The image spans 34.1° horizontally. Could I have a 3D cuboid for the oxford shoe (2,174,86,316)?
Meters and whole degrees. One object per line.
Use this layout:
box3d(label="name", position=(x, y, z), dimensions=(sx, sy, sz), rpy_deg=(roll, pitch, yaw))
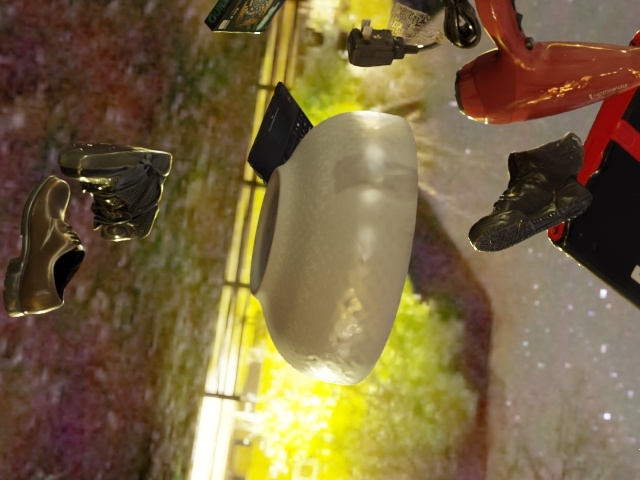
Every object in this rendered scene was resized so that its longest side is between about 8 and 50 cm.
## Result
box3d(label="oxford shoe", position=(-0.364, 0.006, 1.437), dimensions=(0.083, 0.096, 0.227), rpy_deg=(80, 9, -55))

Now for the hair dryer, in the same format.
box3d(label="hair dryer", position=(0.177, -0.185, 0.999), dimensions=(0.223, 0.294, 0.080), rpy_deg=(126, -25, -67))

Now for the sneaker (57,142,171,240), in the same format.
box3d(label="sneaker", position=(-0.263, -0.060, 1.333), dimensions=(0.227, 0.087, 0.130), rpy_deg=(-4, 103, -77))

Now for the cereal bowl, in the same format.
box3d(label="cereal bowl", position=(0.000, 0.000, 1.263), dimensions=(0.339, 0.141, 0.339), rpy_deg=(-169, -90, -78))

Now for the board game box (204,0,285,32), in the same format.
box3d(label="board game box", position=(-0.077, -0.378, 1.514), dimensions=(0.186, 0.026, 0.126), rpy_deg=(-48, 163, 28))

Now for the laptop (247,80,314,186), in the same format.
box3d(label="laptop", position=(0.024, -0.133, 1.786), dimensions=(0.264, 0.137, 0.234), rpy_deg=(52, 33, -29))

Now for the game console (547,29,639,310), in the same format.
box3d(label="game console", position=(0.485, -0.063, 1.380), dimensions=(0.060, 0.386, 0.342), rpy_deg=(19, -102, 59))

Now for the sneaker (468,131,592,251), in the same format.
box3d(label="sneaker", position=(0.212, -0.052, 1.082), dimensions=(0.051, 0.170, 0.089), rpy_deg=(94, -29, -55))
